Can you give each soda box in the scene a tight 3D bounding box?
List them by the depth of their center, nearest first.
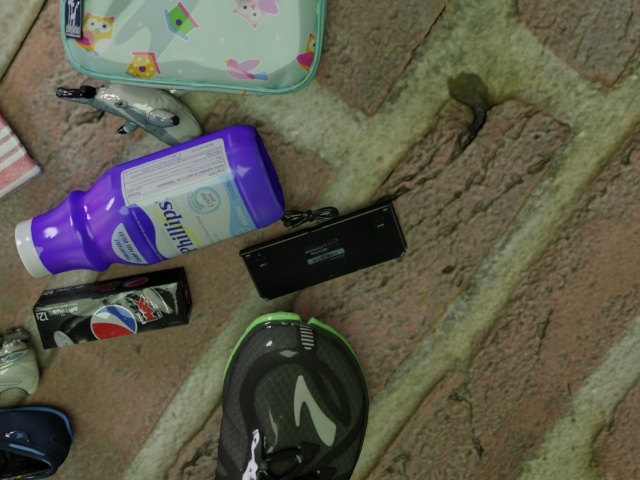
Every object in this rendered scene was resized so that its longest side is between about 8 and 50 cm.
[{"bbox_3d":[-0.233,0.076,1.178,0.169,0.060,0.053,-10,107,2],"label":"soda box"}]

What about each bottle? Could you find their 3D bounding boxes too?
[{"bbox_3d":[-0.185,-0.032,1.121,0.283,0.092,0.118,-18,137,4],"label":"bottle"}]

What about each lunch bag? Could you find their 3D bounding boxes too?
[{"bbox_3d":[-0.129,-0.267,1.053,0.279,0.108,0.224,6,106,-2],"label":"lunch bag"}]

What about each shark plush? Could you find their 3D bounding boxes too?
[{"bbox_3d":[-0.207,-0.134,1.122,0.161,0.073,0.067,6,137,-8],"label":"shark plush"}]

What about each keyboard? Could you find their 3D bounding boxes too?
[{"bbox_3d":[0.000,0.000,1.168,0.180,0.023,0.108,-19,129,4],"label":"keyboard"}]

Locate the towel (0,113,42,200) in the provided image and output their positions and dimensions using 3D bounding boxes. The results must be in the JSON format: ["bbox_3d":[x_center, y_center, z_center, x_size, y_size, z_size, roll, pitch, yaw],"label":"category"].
[{"bbox_3d":[-0.416,-0.118,1.137,0.144,0.029,0.197,-30,107,7],"label":"towel"}]

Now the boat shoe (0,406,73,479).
[{"bbox_3d":[-0.422,0.247,1.203,0.258,0.089,0.109,-14,120,4],"label":"boat shoe"}]

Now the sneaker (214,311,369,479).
[{"bbox_3d":[-0.051,0.313,1.177,0.185,0.202,0.482,9,106,-4],"label":"sneaker"}]

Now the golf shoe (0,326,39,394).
[{"bbox_3d":[-0.411,0.164,1.201,0.176,0.069,0.086,-12,114,5],"label":"golf shoe"}]
